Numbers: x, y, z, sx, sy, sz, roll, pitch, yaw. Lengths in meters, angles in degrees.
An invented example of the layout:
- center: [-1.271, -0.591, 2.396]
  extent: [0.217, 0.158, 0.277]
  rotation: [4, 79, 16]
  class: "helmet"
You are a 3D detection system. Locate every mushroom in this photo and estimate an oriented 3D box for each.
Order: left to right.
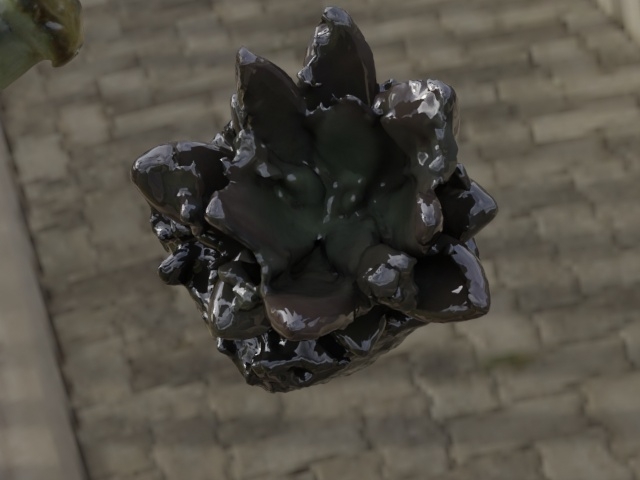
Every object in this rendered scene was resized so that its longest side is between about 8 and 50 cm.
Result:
- center: [-0.333, -0.118, 1.442]
  extent: [0.333, 0.107, 0.087]
  rotation: [-26, 22, -8]
  class: "mushroom"

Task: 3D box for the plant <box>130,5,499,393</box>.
- center: [0.000, 0.000, 1.144]
  extent: [0.181, 0.194, 0.320]
  rotation: [-33, -8, -5]
  class: "plant"
